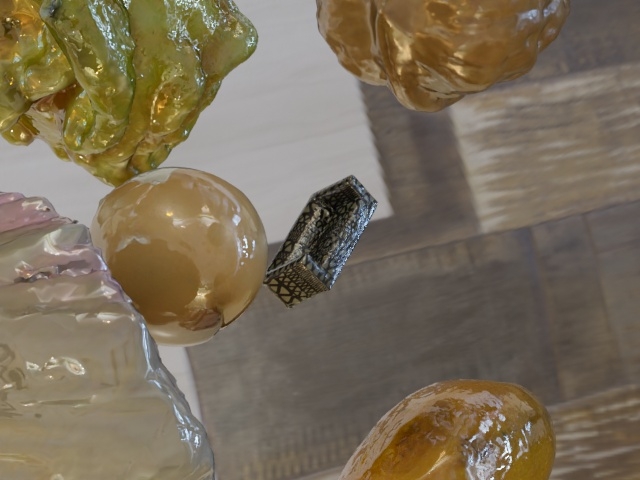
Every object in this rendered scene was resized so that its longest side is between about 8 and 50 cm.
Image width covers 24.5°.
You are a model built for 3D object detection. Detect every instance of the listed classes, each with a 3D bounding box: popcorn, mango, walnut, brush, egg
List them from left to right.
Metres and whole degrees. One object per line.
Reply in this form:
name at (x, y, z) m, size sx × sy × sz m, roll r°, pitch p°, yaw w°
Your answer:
brush at (-0.128, 0.048, 0.410) m, size 0.166 × 0.266 × 0.174 m, roll -26°, pitch 70°, yaw -24°
popcorn at (-0.219, -0.184, 1.393) m, size 0.290 × 0.326 × 0.321 m, roll 23°, pitch 81°, yaw -19°
egg at (-0.054, 0.005, 0.570) m, size 0.071 × 0.083 × 0.071 m, roll 4°, pitch 81°, yaw -28°
walnut at (0.040, -0.084, 0.477) m, size 0.096 × 0.079 × 0.082 m, roll -38°, pitch 133°, yaw -54°
mango at (0.114, 0.202, 1.258) m, size 0.144 × 0.359 × 0.187 m, roll 35°, pitch 113°, yaw 17°

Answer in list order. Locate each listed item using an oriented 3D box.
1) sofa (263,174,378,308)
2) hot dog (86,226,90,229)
sofa at (0.000, 0.000, 1.261) m, size 0.039 × 0.060 × 0.118 m, roll 47°, pitch 47°, yaw -20°
hot dog at (-0.202, 0.031, 1.165) m, size 0.060 × 0.140 × 0.090 m, roll -50°, pitch 130°, yaw -60°
